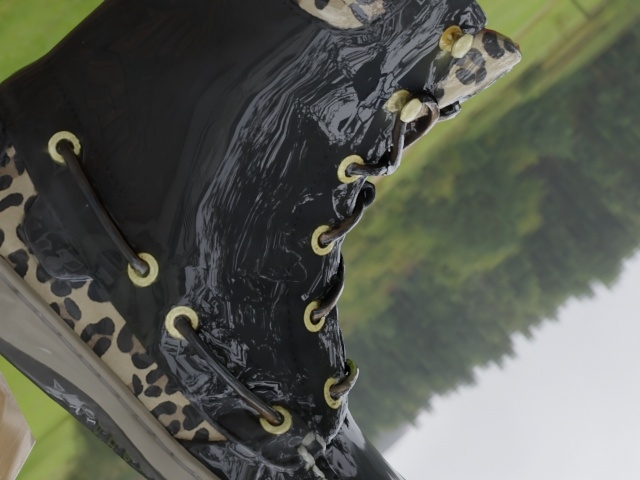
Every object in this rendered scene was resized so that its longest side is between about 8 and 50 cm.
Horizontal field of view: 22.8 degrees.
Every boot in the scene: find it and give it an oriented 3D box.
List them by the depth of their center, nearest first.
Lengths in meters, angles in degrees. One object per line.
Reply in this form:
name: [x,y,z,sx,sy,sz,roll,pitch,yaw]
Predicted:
boot: [0.000,0.000,0.819,0.284,0.377,0.138,-50,-177,3]

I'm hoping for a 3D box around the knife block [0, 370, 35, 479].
knife block: [-0.321,0.187,1.195,0.088,0.276,0.242,-1,-142,22]
